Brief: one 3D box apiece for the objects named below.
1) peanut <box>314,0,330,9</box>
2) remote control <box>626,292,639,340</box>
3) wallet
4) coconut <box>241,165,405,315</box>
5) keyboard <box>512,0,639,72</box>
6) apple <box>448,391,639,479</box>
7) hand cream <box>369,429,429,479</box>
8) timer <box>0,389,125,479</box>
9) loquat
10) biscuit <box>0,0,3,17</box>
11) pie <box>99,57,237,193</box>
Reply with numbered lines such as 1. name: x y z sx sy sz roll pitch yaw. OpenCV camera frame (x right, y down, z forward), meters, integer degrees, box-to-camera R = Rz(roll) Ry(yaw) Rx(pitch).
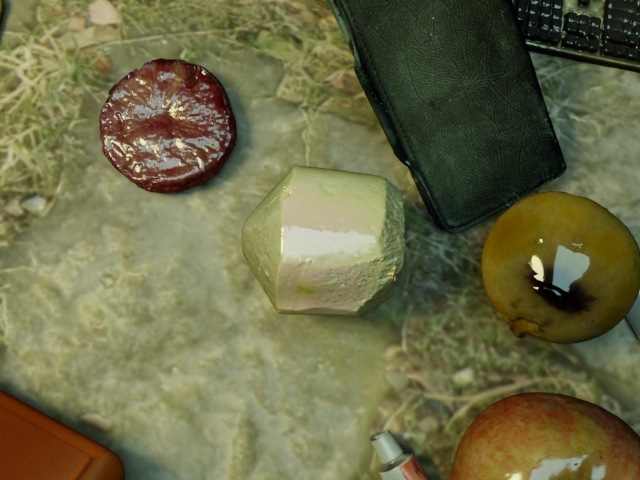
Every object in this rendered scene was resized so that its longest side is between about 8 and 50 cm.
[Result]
1. peanut: 0.007 -0.346 0.709 0.313 0.149 0.149 40 81 6
2. remote control: 0.429 0.157 0.675 0.109 0.055 0.312 -27 82 -7
3. wallet: 0.128 -0.168 0.660 0.173 0.045 0.317 -30 113 -3
4. coconut: 0.000 0.000 0.644 0.153 0.147 0.147 5 80 -4
5. keyboard: 0.373 -0.236 0.759 0.317 0.027 0.106 10 79 -1
6. apple: 0.207 0.231 0.593 0.188 0.174 0.188 0 81 1
7. hand cream: 0.114 0.283 0.644 0.038 0.052 0.216 -26 83 -40
8. timer: -0.334 0.266 0.575 0.258 0.161 0.249 28 98 2
9. loquat: 0.235 0.025 0.651 0.163 0.137 0.163 -5 69 12
10. biscuit: -0.396 -0.221 0.725 0.071 0.018 0.147 11 79 1
11. pie: -0.161 -0.123 0.709 0.155 0.036 0.154 0 80 -3
